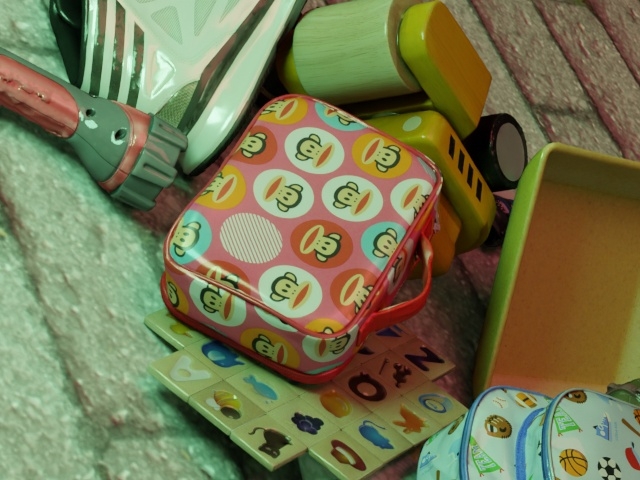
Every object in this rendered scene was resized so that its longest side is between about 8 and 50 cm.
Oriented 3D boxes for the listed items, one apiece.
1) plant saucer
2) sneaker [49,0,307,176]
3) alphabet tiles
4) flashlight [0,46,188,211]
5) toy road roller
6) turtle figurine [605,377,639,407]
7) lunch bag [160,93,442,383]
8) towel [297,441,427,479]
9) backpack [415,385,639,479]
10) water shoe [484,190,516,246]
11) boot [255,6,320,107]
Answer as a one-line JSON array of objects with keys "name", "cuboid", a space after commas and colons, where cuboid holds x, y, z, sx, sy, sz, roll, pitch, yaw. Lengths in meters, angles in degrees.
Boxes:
[{"name": "plant saucer", "cuboid": [0.320, 0.059, 2.105, 0.333, 0.332, 0.081, 9, 7, -40]}, {"name": "sneaker", "cuboid": [-0.149, -0.313, 1.997, 0.257, 0.169, 0.447, 32, 57, -13]}, {"name": "alphabet tiles", "cuboid": [-0.012, 0.132, 1.810, 0.285, 0.011, 0.342, 36, 31, 22]}, {"name": "flashlight", "cuboid": [-0.291, -0.138, 1.809, 0.304, 0.103, 0.103, 27, 68, -21]}, {"name": "toy road roller", "cuboid": [0.084, -0.100, 2.004, 0.329, 0.203, 0.240, 54, 43, -37]}, {"name": "turtle figurine", "cuboid": [0.367, 0.221, 2.037, 0.234, 0.175, 0.118, -24, 98, -34]}, {"name": "lunch bag", "cuboid": [0.000, 0.000, 1.814, 0.258, 0.120, 0.293, 27, 53, 13]}, {"name": "towel", "cuboid": [0.159, 0.354, 1.778, 0.374, 0.090, 0.320, 13, 43, -37]}, {"name": "backpack", "cuboid": [0.227, 0.268, 1.694, 0.263, 0.213, 0.276, 16, 44, -17]}, {"name": "water shoe", "cuboid": [0.232, -0.023, 2.252, 0.203, 0.073, 0.080, 21, 64, -24]}, {"name": "boot", "cuboid": [-0.018, -0.260, 2.164, 0.077, 0.137, 0.198, 30, 38, -20]}]
